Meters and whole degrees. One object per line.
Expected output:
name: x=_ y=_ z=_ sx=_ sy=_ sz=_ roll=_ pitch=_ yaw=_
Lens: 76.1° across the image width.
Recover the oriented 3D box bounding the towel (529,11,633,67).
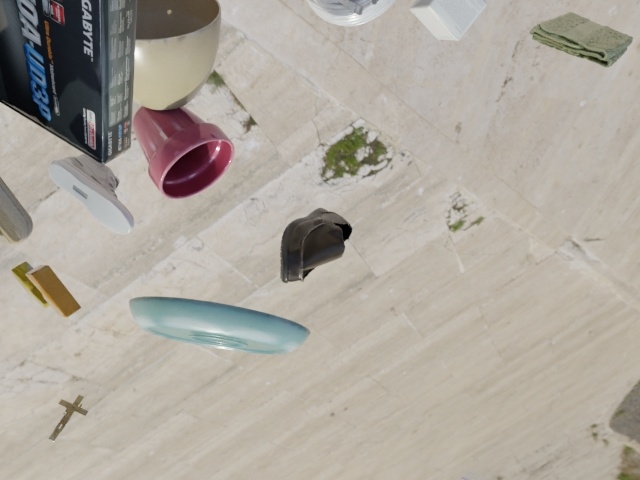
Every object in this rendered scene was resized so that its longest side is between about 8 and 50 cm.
towel: x=0.354 y=-0.272 z=0.547 sx=0.148 sy=0.110 sz=0.027 roll=-32 pitch=150 yaw=-38

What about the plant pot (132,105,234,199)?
plant pot: x=-0.336 y=-0.228 z=0.964 sx=0.201 sy=0.180 sz=0.201 roll=-39 pitch=168 yaw=-10

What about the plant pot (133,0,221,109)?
plant pot: x=-0.347 y=-0.395 z=0.865 sx=0.284 sy=0.284 sz=0.191 roll=-13 pitch=144 yaw=-18

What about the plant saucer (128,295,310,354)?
plant saucer: x=-0.177 y=0.161 z=0.726 sx=0.317 sy=0.044 sz=0.317 roll=7 pitch=160 yaw=3

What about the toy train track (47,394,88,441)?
toy train track: x=-0.419 y=0.293 z=0.673 sx=0.048 sy=0.083 sz=0.014 roll=34 pitch=116 yaw=-15

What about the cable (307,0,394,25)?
cable: x=0.077 y=-0.618 z=0.922 sx=0.257 sy=0.257 sz=0.089 roll=-60 pitch=153 yaw=2

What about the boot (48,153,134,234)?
boot: x=-0.569 y=-0.134 z=1.084 sx=0.258 sy=0.123 sz=0.095 roll=43 pitch=124 yaw=-5

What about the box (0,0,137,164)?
box: x=-0.283 y=-0.213 z=0.428 sx=0.175 sy=0.051 sz=0.220 roll=31 pitch=135 yaw=0

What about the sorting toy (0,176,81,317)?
sorting toy: x=-0.387 y=-0.051 z=0.465 sx=0.041 sy=0.229 sz=0.307 roll=-44 pitch=119 yaw=-39

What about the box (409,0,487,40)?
box: x=0.261 y=-0.482 z=0.843 sx=0.102 sy=0.101 sz=0.087 roll=33 pitch=106 yaw=-25

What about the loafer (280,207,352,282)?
loafer: x=0.000 y=0.000 z=0.646 sx=0.078 sy=0.220 sz=0.080 roll=10 pitch=117 yaw=16

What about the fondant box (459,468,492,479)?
fondant box: x=0.212 y=0.486 z=0.456 sx=0.238 sy=0.330 sz=0.096 roll=-34 pitch=177 yaw=-18
